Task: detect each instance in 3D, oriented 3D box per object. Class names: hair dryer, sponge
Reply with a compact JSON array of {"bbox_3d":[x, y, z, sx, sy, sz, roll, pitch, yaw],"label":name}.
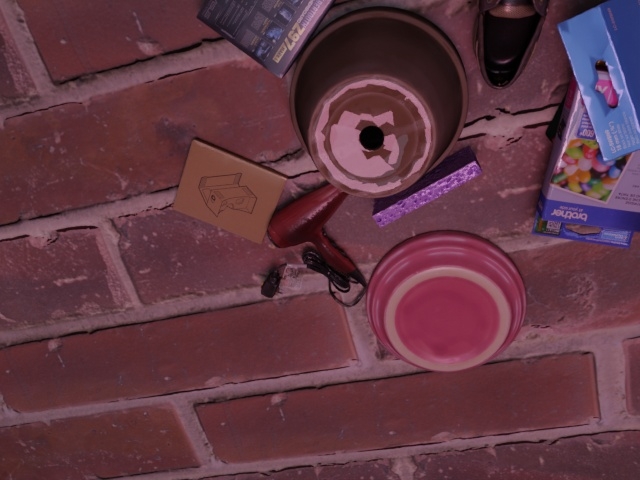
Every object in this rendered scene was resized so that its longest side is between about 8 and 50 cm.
[{"bbox_3d":[0.000,0.000,1.264,0.223,0.080,0.294,5,123,-11],"label":"hair dryer"},{"bbox_3d":[0.195,-0.102,1.148,0.210,0.117,0.031,-29,106,19],"label":"sponge"}]

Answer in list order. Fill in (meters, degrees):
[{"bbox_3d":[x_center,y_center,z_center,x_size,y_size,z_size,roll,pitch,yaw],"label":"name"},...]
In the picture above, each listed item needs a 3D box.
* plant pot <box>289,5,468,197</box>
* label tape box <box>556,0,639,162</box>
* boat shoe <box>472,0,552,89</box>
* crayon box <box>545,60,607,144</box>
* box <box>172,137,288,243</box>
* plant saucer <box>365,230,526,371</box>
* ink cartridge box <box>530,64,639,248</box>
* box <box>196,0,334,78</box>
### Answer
[{"bbox_3d":[0.093,-0.206,1.024,0.323,0.280,0.323,3,116,5],"label":"plant pot"},{"bbox_3d":[0.551,-0.273,0.881,0.333,0.106,0.241,-23,103,11],"label":"label tape box"},{"bbox_3d":[0.301,-0.382,0.925,0.132,0.130,0.355,1,142,12],"label":"boat shoe"},{"bbox_3d":[0.547,-0.281,1.035,0.202,0.081,0.319,19,116,-1],"label":"crayon box"},{"bbox_3d":[-0.186,-0.097,1.257,0.201,0.021,0.164,22,116,-4],"label":"box"},{"bbox_3d":[0.258,0.145,1.276,0.332,0.084,0.332,3,115,6],"label":"plant saucer"},{"bbox_3d":[0.484,-0.127,1.040,0.185,0.065,0.311,8,118,4],"label":"ink cartridge box"},{"bbox_3d":[-0.075,-0.428,1.063,0.183,0.059,0.233,34,114,-8],"label":"box"}]
